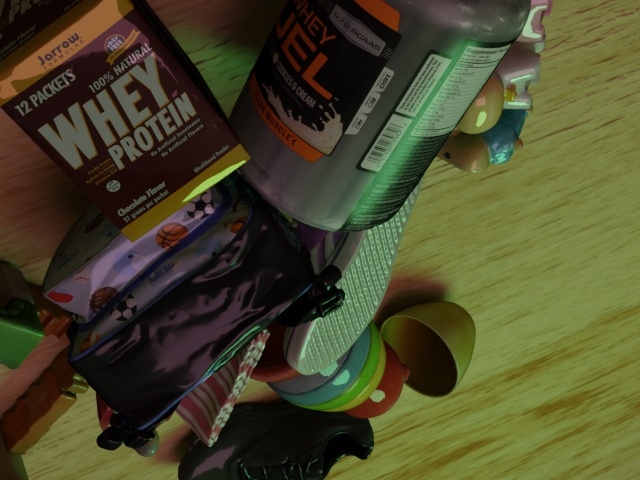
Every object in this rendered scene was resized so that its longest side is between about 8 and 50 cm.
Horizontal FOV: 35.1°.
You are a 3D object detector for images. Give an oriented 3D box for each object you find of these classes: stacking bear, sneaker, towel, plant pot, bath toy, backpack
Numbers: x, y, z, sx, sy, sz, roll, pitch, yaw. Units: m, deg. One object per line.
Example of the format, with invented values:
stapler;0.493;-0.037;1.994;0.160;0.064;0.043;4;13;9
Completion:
stacking bear;0.013;0.147;1.306;0.175;0.164;0.289;-41;142;8
sneaker;-0.058;0.292;1.409;0.286;0.130;0.109;-21;138;-11
towel;-0.147;0.134;1.201;0.029;0.144;0.197;-17;141;-51
plant pot;0.164;0.138;1.415;0.095;0.134;0.134;-35;145;-37
bath toy;0.177;-0.238;1.074;0.129;0.151;0.348;14;135;13
backpack;-0.146;0.032;1.018;0.276;0.263;0.213;-34;104;0
sneaker;0.001;0.000;1.140;0.102;0.161;0.282;22;93;-54

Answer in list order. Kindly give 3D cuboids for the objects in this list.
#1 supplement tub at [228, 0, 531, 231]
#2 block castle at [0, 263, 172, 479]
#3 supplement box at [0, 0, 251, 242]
supplement tub;0.057;-0.175;0.906;0.193;0.193;0.316;3;135;-33
block castle;-0.402;0.176;1.021;0.303;0.213;0.453;-46;139;13
supplement box;-0.186;-0.142;0.872;0.129;0.191;0.194;-35;130;3
